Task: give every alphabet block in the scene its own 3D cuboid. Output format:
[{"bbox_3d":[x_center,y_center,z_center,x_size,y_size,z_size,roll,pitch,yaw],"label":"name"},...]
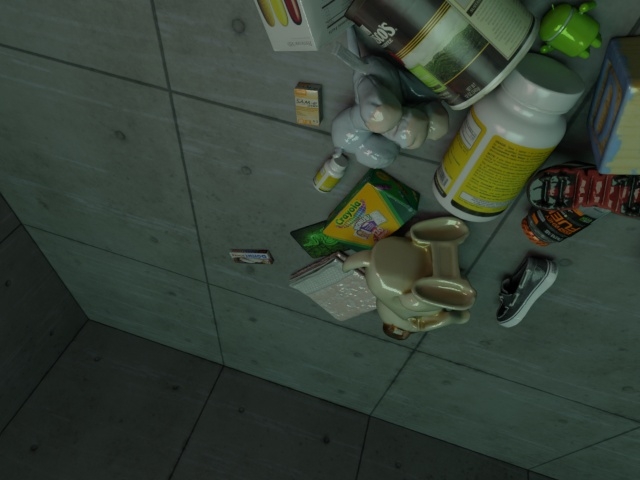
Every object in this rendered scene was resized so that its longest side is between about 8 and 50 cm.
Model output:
[{"bbox_3d":[0.621,-0.243,0.725,0.198,0.193,0.192,4,139,21],"label":"alphabet block"}]

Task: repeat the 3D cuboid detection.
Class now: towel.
[{"bbox_3d":[0.080,0.194,1.583,0.317,0.053,0.332,37,140,-20],"label":"towel"}]

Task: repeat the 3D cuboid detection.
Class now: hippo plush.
[{"bbox_3d":[0.108,-0.259,0.906,0.295,0.234,0.236,28,140,-9],"label":"hippo plush"}]

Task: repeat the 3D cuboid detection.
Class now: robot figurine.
[{"bbox_3d":[0.453,-0.382,0.739,0.115,0.067,0.101,27,149,-6],"label":"robot figurine"}]

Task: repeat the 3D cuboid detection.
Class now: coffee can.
[{"bbox_3d":[0.211,-0.400,0.722,0.276,0.201,0.202,34,139,-15],"label":"coffee can"}]

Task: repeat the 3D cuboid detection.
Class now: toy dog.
[{"bbox_3d":[0.278,0.168,1.269,0.397,0.284,0.407,-7,148,4],"label":"toy dog"}]

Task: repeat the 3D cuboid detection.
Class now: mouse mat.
[{"bbox_3d":[0.000,0.000,1.436,0.190,0.007,0.152,-17,127,37],"label":"mouse mat"}]

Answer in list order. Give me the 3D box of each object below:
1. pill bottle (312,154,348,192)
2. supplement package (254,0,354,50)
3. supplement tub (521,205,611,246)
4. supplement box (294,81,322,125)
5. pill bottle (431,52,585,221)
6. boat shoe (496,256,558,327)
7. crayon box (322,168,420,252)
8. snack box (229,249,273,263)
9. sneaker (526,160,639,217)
[{"bbox_3d":[0.030,-0.191,1.153,0.065,0.065,0.116,30,141,-11],"label":"pill bottle"},{"bbox_3d":[-0.047,-0.498,0.748,0.139,0.134,0.244,23,149,42],"label":"supplement package"},{"bbox_3d":[0.599,-0.071,0.993,0.117,0.116,0.190,27,141,-6],"label":"supplement tub"},{"bbox_3d":[-0.029,-0.344,1.027,0.062,0.036,0.098,10,139,13],"label":"supplement box"},{"bbox_3d":[0.389,-0.209,0.873,0.188,0.187,0.333,20,142,2],"label":"pill bottle"},{"bbox_3d":[0.609,0.162,1.267,0.102,0.108,0.301,18,138,5],"label":"boat shoe"},{"bbox_3d":[0.145,-0.079,1.218,0.166,0.081,0.278,30,141,-11],"label":"crayon box"},{"bbox_3d":[-0.277,0.065,1.623,0.179,0.022,0.064,0,135,25],"label":"snack box"},{"bbox_3d":[0.574,-0.112,0.833,0.277,0.135,0.097,6,114,20],"label":"sneaker"}]
